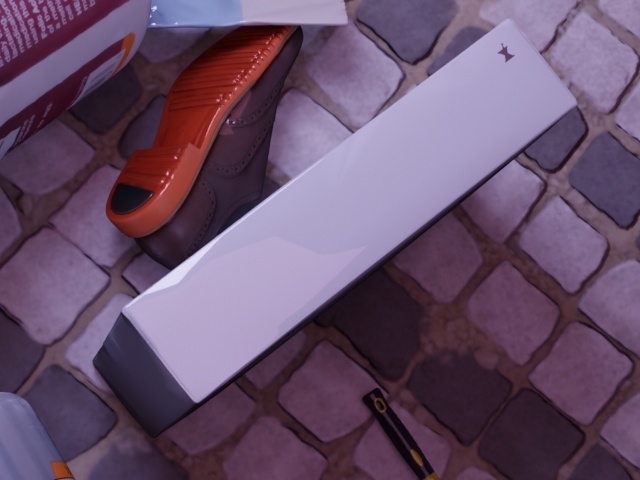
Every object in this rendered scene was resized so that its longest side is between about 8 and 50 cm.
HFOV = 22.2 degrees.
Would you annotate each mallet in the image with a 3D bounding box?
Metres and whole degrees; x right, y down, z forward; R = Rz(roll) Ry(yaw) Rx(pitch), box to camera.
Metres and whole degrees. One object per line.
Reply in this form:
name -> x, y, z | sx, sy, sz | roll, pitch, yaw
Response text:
mallet -> 0.090, 0.216, 1.414 | 0.062, 0.039, 0.189 | -40, 82, -15

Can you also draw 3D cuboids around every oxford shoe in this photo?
oxford shoe -> -0.085, -0.091, 1.437 | 0.098, 0.097, 0.271 | 50, 61, -33

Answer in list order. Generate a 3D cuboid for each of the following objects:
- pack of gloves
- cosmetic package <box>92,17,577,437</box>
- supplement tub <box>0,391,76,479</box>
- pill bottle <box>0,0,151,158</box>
pack of gloves -> -0.105, -0.248, 1.471 | 0.232, 0.046, 0.195 | -2, 51, -10
cosmetic package -> 0.000, 0.000, 1.315 | 0.377, 0.284, 0.097 | -38, 86, -16
supplement tub -> -0.233, 0.290, 1.231 | 0.194, 0.193, 0.316 | -29, 77, -16
pill bottle -> -0.319, -0.145, 1.236 | 0.224, 0.224, 0.392 | 43, 40, 1
